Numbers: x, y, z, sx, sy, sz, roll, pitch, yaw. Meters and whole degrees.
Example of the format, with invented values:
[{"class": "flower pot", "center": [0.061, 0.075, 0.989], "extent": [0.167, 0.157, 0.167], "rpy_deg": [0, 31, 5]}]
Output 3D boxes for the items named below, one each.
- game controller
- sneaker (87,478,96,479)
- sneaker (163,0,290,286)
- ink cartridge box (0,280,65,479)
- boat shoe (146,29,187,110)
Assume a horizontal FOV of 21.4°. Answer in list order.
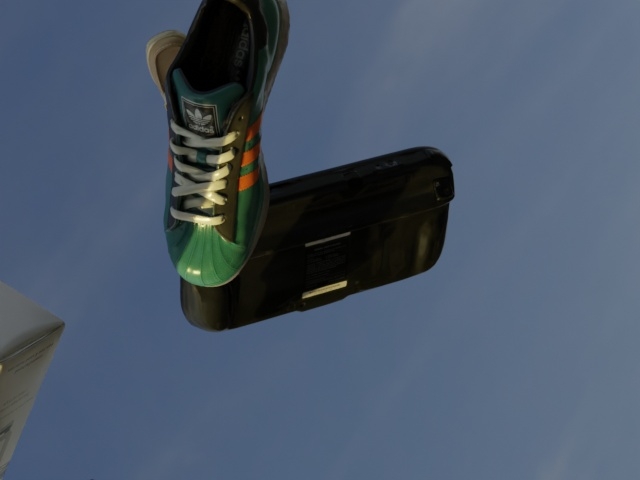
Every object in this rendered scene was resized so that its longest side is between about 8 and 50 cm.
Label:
[{"class": "game controller", "center": [0.000, 0.000, 1.791], "extent": [0.319, 0.067, 0.166], "rpy_deg": [-15, -41, -24]}, {"class": "sneaker", "center": [-0.217, 0.274, 1.580], "extent": [0.191, 0.082, 0.071], "rpy_deg": [56, -166, -71]}, {"class": "sneaker", "center": [-0.105, -0.103, 1.597], "extent": [0.121, 0.108, 0.302], "rpy_deg": [-11, -70, -72]}, {"class": "ink cartridge box", "center": [-0.377, 0.150, 1.490], "extent": [0.283, 0.207, 0.117], "rpy_deg": [-64, -13, 23]}, {"class": "boat shoe", "center": [-0.128, -0.142, 1.739], "extent": [0.063, 0.059, 0.170], "rpy_deg": [-25, -45, 3]}]
